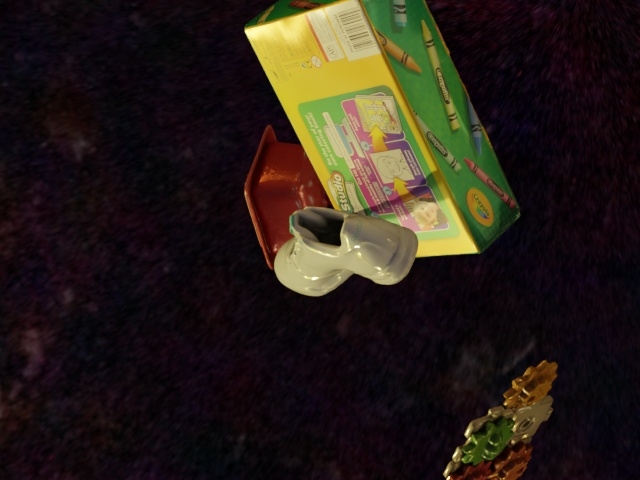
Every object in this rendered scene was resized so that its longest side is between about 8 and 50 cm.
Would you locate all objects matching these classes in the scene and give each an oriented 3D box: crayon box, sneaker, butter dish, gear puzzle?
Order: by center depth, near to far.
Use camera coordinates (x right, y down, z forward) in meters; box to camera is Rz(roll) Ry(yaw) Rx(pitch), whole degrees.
[{"bbox_3d":[0.000,0.000,1.235,0.094,0.212,0.080,25,71,-27],"label":"sneaker"},{"bbox_3d":[0.060,-0.116,1.245,0.165,0.081,0.278,-5,119,48],"label":"crayon box"},{"bbox_3d":[0.252,0.289,1.754,0.044,0.175,0.339,49,133,34],"label":"gear puzzle"},{"bbox_3d":[-0.030,-0.063,1.798,0.118,0.160,0.160,-1,130,17],"label":"butter dish"}]
